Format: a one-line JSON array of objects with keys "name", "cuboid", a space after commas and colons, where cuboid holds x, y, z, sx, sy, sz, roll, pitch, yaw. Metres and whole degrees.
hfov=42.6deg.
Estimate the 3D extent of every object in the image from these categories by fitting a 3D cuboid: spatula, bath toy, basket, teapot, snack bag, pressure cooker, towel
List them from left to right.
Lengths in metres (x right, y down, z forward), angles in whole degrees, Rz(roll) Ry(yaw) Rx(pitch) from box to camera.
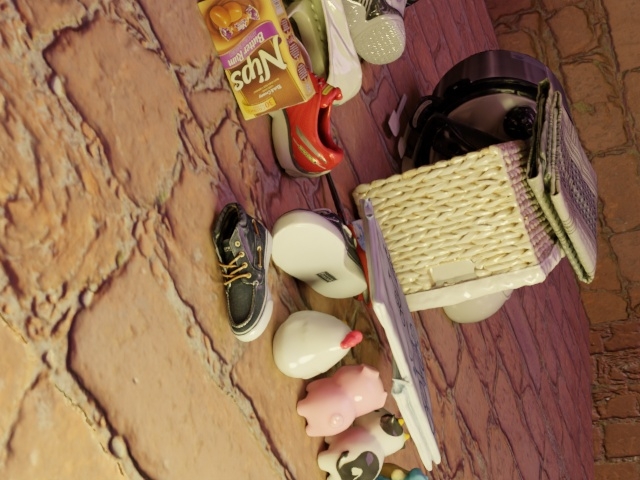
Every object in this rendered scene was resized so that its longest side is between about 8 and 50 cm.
[{"name": "bath toy", "cuboid": [0.050, 0.251, 1.232, 0.348, 0.129, 0.151, 67, 26, -21]}, {"name": "snack bag", "cuboid": [0.122, 0.143, 1.330, 0.323, 0.037, 0.342, -90, 162, -58]}, {"name": "spatula", "cuboid": [0.203, -0.247, 1.955, 0.168, 0.019, 0.242, 66, 23, -22]}, {"name": "basket", "cuboid": [0.282, -0.034, 1.641, 0.331, 0.328, 0.266, -19, 94, -65]}, {"name": "teapot", "cuboid": [0.395, 0.078, 2.000, 0.252, 0.187, 0.256, 61, 28, -32]}, {"name": "pressure cooker", "cuboid": [0.421, -0.244, 1.975, 0.420, 0.370, 0.375, -71, 144, -61]}, {"name": "towel", "cuboid": [0.511, -0.127, 1.679, 0.324, 0.056, 0.312, 51, 42, -35]}]

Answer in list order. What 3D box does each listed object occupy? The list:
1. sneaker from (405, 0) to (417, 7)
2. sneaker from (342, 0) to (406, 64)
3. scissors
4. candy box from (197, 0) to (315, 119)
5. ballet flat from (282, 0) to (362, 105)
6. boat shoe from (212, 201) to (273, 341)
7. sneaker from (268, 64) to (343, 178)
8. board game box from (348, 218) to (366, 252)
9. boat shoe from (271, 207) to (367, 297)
[{"name": "sneaker", "cuboid": [0.167, -0.651, 1.982, 0.232, 0.091, 0.081, 43, 41, -52]}, {"name": "sneaker", "cuboid": [0.089, -0.570, 1.728, 0.365, 0.137, 0.210, 61, 28, -42]}, {"name": "scissors", "cuboid": [0.048, -0.028, 1.426, 0.109, 0.021, 0.297, 166, -89, -75]}, {"name": "candy box", "cuboid": [-0.092, -0.283, 1.211, 0.186, 0.109, 0.053, 68, 25, -19]}, {"name": "ballet flat", "cuboid": [-0.037, -0.416, 1.400, 0.400, 0.139, 0.139, 71, 25, -16]}, {"name": "boat shoe", "cuboid": [-0.109, 0.039, 1.077, 0.083, 0.065, 0.183, 48, 31, -44]}, {"name": "sneaker", "cuboid": [-0.025, -0.242, 1.325, 0.107, 0.118, 0.278, -24, 100, -66]}, {"name": "board game box", "cuboid": [0.066, 0.009, 1.517, 0.090, 0.020, 0.090, -19, 96, -67]}, {"name": "boat shoe", "cuboid": [0.000, 0.000, 1.271, 0.301, 0.108, 0.102, 43, 35, -61]}]
